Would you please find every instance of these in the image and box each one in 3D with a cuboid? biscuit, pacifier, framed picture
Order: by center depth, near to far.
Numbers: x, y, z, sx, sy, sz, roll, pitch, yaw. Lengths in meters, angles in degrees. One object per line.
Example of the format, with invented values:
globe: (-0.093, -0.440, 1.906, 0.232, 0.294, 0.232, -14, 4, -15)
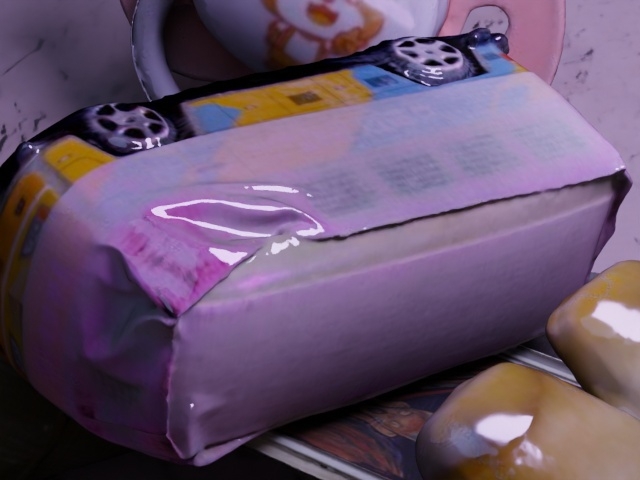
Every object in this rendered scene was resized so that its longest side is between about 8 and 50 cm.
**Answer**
biscuit: (0.201, 0.157, 0.961, 0.290, 0.062, 0.237, 51, 45, 7)
framed picture: (0.071, 0.099, 1.081, 0.273, 0.016, 0.216, 20, 28, 28)
pacifier: (0.012, -0.183, 1.285, 0.332, 0.220, 0.273, 32, 56, 3)

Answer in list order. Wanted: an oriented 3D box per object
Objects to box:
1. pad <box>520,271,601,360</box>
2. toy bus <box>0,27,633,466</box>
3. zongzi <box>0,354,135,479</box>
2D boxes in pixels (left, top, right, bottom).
pad: (0.157, 0.147, 1.085, 0.315, 0.063, 0.375, 6, 50, 13)
toy bus: (0.000, 0.000, 1.063, 0.386, 0.171, 0.162, -16, 37, -37)
zongzi: (-0.207, 0.135, 1.124, 0.360, 0.160, 0.323, 29, 74, -5)
